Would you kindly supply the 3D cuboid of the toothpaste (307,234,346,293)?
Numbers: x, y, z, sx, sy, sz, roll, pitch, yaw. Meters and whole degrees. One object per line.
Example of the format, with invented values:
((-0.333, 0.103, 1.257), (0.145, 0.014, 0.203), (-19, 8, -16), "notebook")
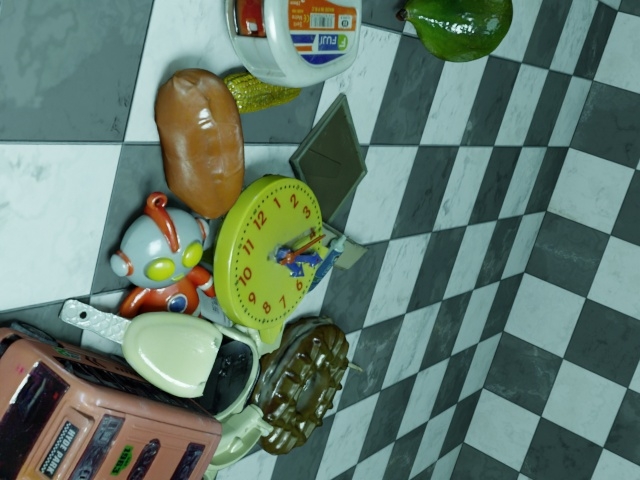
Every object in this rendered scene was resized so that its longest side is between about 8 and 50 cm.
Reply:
((0.004, 0.057, 1.864), (0.057, 0.035, 0.197), (-22, 153, -50), "toothpaste")

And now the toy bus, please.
((-0.341, 0.285, 1.300), (0.203, 0.233, 0.427), (-62, 152, -6), "toy bus")

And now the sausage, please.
((-0.181, -0.147, 1.350), (0.133, 0.133, 0.258), (-41, 143, -38), "sausage")

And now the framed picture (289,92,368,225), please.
((0.026, -0.153, 1.804), (0.189, 0.023, 0.260), (-54, 150, -20), "framed picture")

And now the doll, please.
((-0.249, 0.061, 1.412), (0.200, 0.105, 0.336), (-24, 134, -31), "doll")

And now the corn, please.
((-0.105, -0.252, 1.458), (0.207, 0.068, 0.068), (-24, 132, -50), "corn")

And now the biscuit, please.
((-0.054, 0.327, 1.959), (0.332, 0.103, 0.332), (-40, 143, -40), "biscuit")

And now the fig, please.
((0.259, -0.481, 1.804), (0.235, 0.203, 0.203), (8, 106, -36), "fig")

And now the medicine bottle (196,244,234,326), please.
((-0.142, 0.053, 1.607), (0.188, 0.088, 0.132), (-39, 137, -40), "medicine bottle")

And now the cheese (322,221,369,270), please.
((-0.002, -0.001, 1.841), (0.085, 0.034, 0.400), (-38, 154, 13), "cheese")

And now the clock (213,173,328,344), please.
((-0.076, 0.027, 1.543), (0.277, 0.071, 0.293), (-63, 145, -19), "clock")

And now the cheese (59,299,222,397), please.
((-0.281, 0.152, 1.353), (0.252, 0.054, 0.127), (24, 75, -20), "cheese")

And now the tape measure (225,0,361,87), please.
((-0.043, -0.379, 1.381), (0.258, 0.130, 0.265), (-17, 117, -52), "tape measure")

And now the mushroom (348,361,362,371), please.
((0.062, 0.311, 2.227), (0.026, 0.028, 0.286), (-31, 159, 7), "mushroom")

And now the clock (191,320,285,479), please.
((-0.193, 0.322, 1.682), (0.276, 0.120, 0.379), (-18, 129, -49), "clock")
